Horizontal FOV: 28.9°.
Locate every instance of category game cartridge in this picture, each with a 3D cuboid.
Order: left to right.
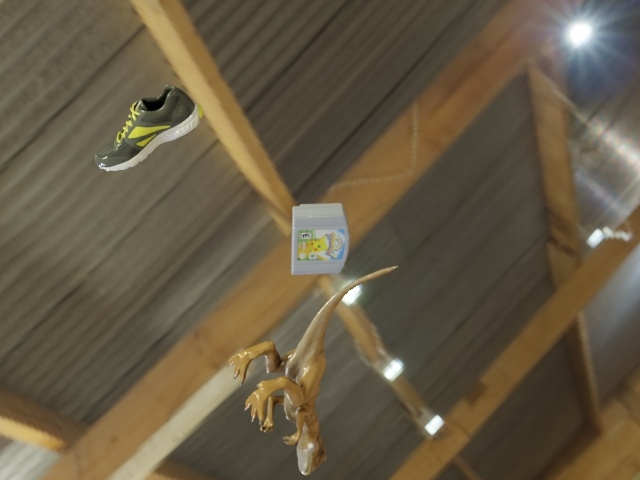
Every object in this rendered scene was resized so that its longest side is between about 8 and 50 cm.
[{"bbox_3d":[0.000,0.000,1.185,0.056,0.017,0.083,-5,-48,-7],"label":"game cartridge"}]

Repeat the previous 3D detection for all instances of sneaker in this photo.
[{"bbox_3d":[-0.123,-0.080,0.855,0.083,0.031,0.035,-31,-52,6],"label":"sneaker"}]

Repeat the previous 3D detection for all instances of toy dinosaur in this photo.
[{"bbox_3d":[-0.016,0.106,1.078,0.112,0.064,0.211,-7,-57,-34],"label":"toy dinosaur"}]
